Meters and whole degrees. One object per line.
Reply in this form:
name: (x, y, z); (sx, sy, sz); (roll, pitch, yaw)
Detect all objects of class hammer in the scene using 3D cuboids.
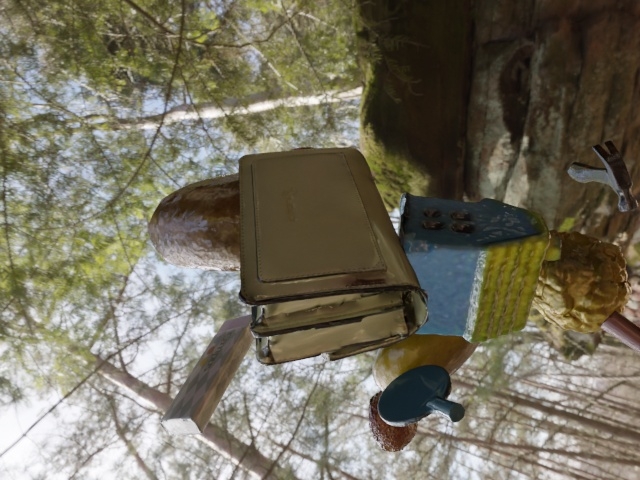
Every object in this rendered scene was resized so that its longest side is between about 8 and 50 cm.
hammer: (0.610, -0.153, 0.999); (0.290, 0.037, 0.137); (-47, -63, -72)

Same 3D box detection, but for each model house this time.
model house: (0.289, 0.051, 0.877); (0.215, 0.303, 0.237); (-62, -26, -53)

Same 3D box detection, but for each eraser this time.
eraser: (-0.343, 0.421, 1.441); (0.082, 0.213, 0.397); (51, -139, -22)

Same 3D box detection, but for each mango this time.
mango: (0.358, 0.336, 1.449); (0.445, 0.220, 0.301); (-50, -38, 14)

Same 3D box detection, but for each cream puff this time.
cream puff: (0.287, 0.690, 1.744); (0.240, 0.164, 0.240); (38, -146, -31)

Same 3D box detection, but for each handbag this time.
handbag: (0.000, 0.000, 0.705); (0.358, 0.236, 0.160); (-102, 3, -49)

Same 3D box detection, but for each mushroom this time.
mushroom: (-0.174, -0.048, 1.002); (0.313, 0.397, 0.224); (-11, -79, -36)

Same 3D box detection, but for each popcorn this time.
popcorn: (0.574, 0.083, 1.028); (0.250, 0.250, 0.190); (-64, -27, -21)

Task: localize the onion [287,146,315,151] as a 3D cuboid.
onion: (-0.086, -0.266, 1.923); (0.230, 0.272, 0.256); (-33, -82, -50)

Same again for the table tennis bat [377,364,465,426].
table tennis bat: (0.263, 0.409, 1.170); (0.215, 0.329, 0.044); (-35, -85, -18)

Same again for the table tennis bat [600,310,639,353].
table tennis bat: (0.621, 0.229, 0.737); (0.038, 0.310, 0.200); (-20, -42, -37)
